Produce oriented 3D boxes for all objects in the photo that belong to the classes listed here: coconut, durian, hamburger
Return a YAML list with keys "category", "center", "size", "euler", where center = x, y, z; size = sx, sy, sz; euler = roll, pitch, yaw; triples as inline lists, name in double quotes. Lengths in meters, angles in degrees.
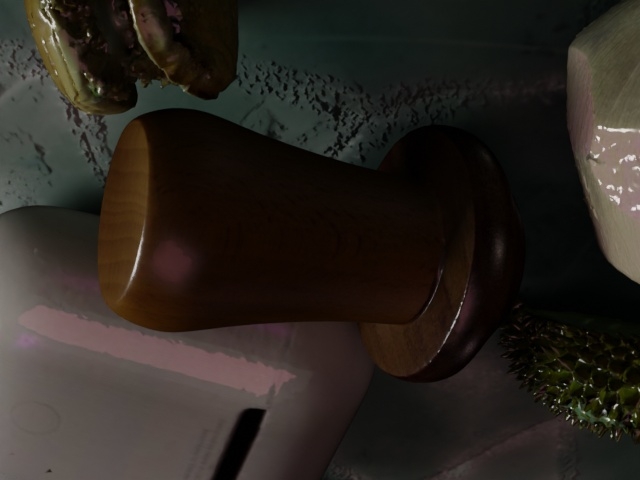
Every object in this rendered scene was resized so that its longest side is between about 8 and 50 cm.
- category: "coconut"
  center: [0.271, -0.075, 0.828]
  size: [0.227, 0.227, 0.230]
  euler: [-13, 133, 13]
- category: "durian"
  center: [0.236, 0.120, 1.047]
  size: [0.221, 0.095, 0.137]
  euler: [15, 133, 35]
- category: "hamburger"
  center: [-0.131, -0.163, 0.811]
  size: [0.131, 0.159, 0.185]
  euler: [-6, 150, 11]

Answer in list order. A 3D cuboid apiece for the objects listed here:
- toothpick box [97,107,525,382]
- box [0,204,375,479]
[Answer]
- category: "toothpick box"
  center: [0.000, 0.000, 0.900]
  size: [0.294, 0.192, 0.192]
  euler: [7, 133, -22]
- category: "box"
  center: [-0.145, 0.117, 1.066]
  size: [0.349, 0.141, 0.288]
  euler: [15, 129, -11]
